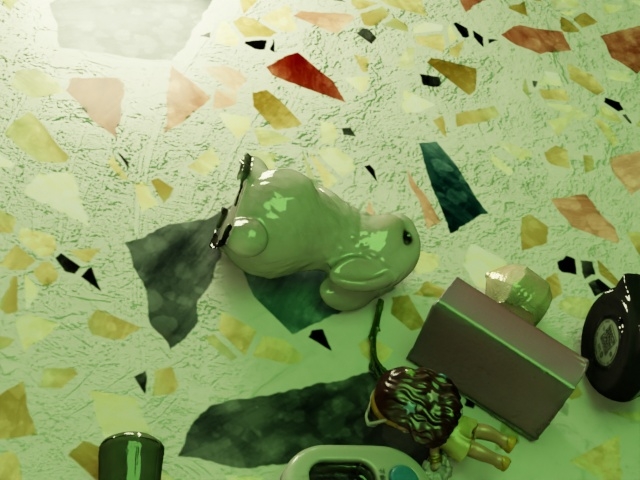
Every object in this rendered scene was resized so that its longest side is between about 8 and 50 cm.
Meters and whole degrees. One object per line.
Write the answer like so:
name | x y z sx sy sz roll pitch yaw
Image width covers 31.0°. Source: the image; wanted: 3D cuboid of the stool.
stool | -0.273 0.335 1.659 0.096 0.096 0.110 6 57 -12

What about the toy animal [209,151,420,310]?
toy animal | 0.000 0.000 1.961 0.357 0.194 0.258 20 39 -10

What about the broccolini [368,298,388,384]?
broccolini | 0.100 0.176 1.931 0.052 0.054 0.194 -11 52 -1

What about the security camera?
security camera | 0.607 0.187 1.974 0.277 0.191 0.197 7 45 -14

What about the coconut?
coconut | 0.339 0.096 2.024 0.124 0.110 0.110 32 50 1

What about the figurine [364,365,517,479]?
figurine | 0.186 0.285 1.800 0.240 0.116 0.175 34 48 -12

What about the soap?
soap | 0.284 0.194 1.878 0.259 0.181 0.081 33 50 13

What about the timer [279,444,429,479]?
timer | 0.057 0.425 1.683 0.237 0.087 0.262 3 51 -15
